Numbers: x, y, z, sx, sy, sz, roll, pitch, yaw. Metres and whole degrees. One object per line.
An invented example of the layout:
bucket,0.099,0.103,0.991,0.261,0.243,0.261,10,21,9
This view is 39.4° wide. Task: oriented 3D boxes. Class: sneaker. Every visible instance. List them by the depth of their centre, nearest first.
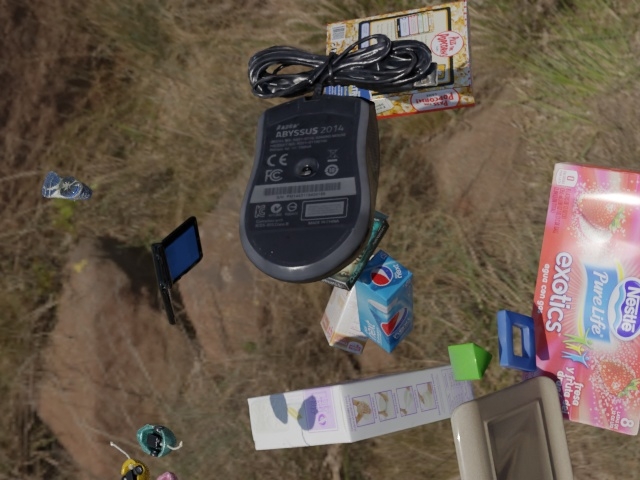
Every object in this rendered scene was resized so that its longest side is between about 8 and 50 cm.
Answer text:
sneaker,-0.486,-0.097,1.717,0.135,0.058,0.052,15,84,44

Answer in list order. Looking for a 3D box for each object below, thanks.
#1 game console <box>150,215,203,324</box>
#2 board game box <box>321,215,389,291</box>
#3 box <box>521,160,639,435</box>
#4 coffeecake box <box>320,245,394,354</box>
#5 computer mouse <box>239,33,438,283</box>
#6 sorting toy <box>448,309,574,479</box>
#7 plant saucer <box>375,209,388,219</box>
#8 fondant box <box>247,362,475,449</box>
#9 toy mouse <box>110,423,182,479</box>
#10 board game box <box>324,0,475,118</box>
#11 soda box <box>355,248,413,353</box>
game console,-0.197,0.044,1.274,0.071,0.122,0.107,-12,59,-8
board game box,0.000,0.000,1.398,0.186,0.026,0.126,16,65,36
box,0.342,0.060,1.080,0.142,0.154,0.300,10,99,23
coffeecake box,0.069,0.102,1.682,0.142,0.068,0.185,-122,52,-76
computer mouse,0.006,-0.068,0.829,0.188,0.072,0.272,1,58,16
sorting toy,0.204,0.250,0.958,0.047,0.196,0.347,-14,83,41
plant saucer,0.045,-0.059,1.785,0.192,0.067,0.018,11,81,47
fondant box,0.077,0.286,1.559,0.238,0.330,0.096,-18,79,45
toy mouse,-0.202,0.290,1.139,0.143,0.031,0.161,-47,52,30
board game box,0.104,-0.236,1.189,0.193,0.045,0.147,-6,61,15
soda box,0.107,0.105,1.486,0.071,0.210,0.067,37,70,24
